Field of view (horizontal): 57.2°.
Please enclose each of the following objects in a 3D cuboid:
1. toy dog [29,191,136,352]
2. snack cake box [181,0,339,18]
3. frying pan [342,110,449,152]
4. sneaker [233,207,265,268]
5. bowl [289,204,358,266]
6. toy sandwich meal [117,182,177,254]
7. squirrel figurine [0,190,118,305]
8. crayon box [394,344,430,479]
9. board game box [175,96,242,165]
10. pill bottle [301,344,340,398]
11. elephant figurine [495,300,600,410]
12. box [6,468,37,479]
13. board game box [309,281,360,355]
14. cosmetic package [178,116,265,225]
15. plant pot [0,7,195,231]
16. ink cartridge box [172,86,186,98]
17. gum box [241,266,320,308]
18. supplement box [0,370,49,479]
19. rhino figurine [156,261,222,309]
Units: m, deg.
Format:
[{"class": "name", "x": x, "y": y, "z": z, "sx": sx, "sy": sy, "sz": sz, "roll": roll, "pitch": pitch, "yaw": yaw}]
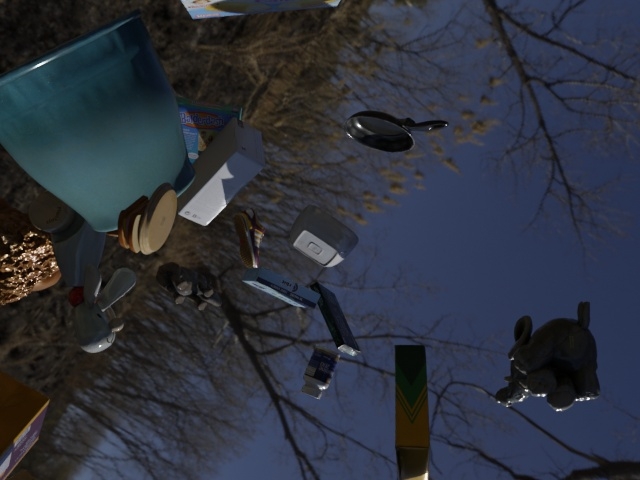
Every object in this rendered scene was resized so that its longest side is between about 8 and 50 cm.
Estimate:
[{"class": "toy dog", "x": -0.457, "y": 0.043, "z": 1.214, "sx": 0.161, "sy": 0.333, "sz": 0.220, "roll": -21, "pitch": -171, "yaw": 1}, {"class": "snack cake box", "x": -0.096, "y": -0.435, "z": 0.971, "sx": 0.152, "sy": 0.264, "sz": 0.089, "roll": -113, "pitch": -163, "yaw": -77}, {"class": "frying pan", "x": 0.175, "y": -0.299, "z": 1.505, "sx": 0.326, "sy": 0.197, "sz": 0.053, "roll": 151, "pitch": -43, "yaw": -72}, {"class": "sneaker", "x": -0.194, "y": -0.004, "z": 1.723, "sx": 0.084, "sy": 0.185, "sz": 0.070, "roll": -28, "pitch": -146, "yaw": -36}, {"class": "bowl", "x": 0.000, "y": 0.000, "z": 1.288, "sx": 0.053, "sy": 0.142, "sz": 0.142, "roll": -59, "pitch": -174, "yaw": -33}, {"class": "toy sandwich meal", "x": -0.176, "y": -0.023, "z": 0.602, "sx": 0.085, "sy": 0.029, "sz": 0.085, "roll": 17, "pitch": 90, "yaw": -86}, {"class": "squirrel figurine", "x": -0.721, "y": -0.004, "z": 1.572, "sx": 0.371, "sy": 0.281, "sz": 0.397, "roll": -21, "pitch": -158, "yaw": 12}, {"class": "crayon box", "x": 0.222, "y": 0.442, "z": 1.431, "sx": 0.202, "sy": 0.081, "sz": 0.318, "roll": 81, "pitch": 12, "yaw": -48}, {"class": "board game box", "x": -0.282, "y": -0.230, "z": 1.426, "sx": 0.047, "sy": 0.160, "sz": 0.210, "roll": -87, "pitch": -172, "yaw": -60}, {"class": "pill bottle", "x": -0.003, "y": 0.323, "z": 1.442, "sx": 0.120, "sy": 0.067, "sz": 0.067, "roll": -67, "pitch": -162, "yaw": -14}, {"class": "elephant figurine", "x": 0.424, "y": 0.228, "z": 1.139, "sx": 0.186, "sy": 0.169, "sz": 0.239, "roll": -23, "pitch": 174, "yaw": -1}, {"class": "box", "x": -0.628, "y": 0.564, "z": 1.166, "sx": 0.201, "sy": 0.164, "sz": 0.021, "roll": -31, "pitch": 142, "yaw": -53}, {"class": "board game box", "x": 0.039, "y": 0.207, "z": 1.537, "sx": 0.026, "sy": 0.126, "sz": 0.186, "roll": -30, "pitch": -119, "yaw": 11}, {"class": "cosmetic package", "x": -0.225, "y": -0.150, "z": 1.313, "sx": 0.231, "sy": 0.085, "sz": 0.117, "roll": -38, "pitch": -136, "yaw": 31}, {"class": "plant pot", "x": -0.324, "y": -0.162, "z": 0.872, "sx": 0.272, "sy": 0.255, "sz": 0.271, "roll": -21, "pitch": -155, "yaw": 11}, {"class": "ink cartridge box", "x": -0.408, "y": -0.347, "z": 1.680, "sx": 0.056, "sy": 0.224, "sz": 0.181, "roll": -27, "pitch": 176, "yaw": -42}, {"class": "gum box", "x": -0.101, "y": 0.115, "z": 1.445, "sx": 0.041, "sy": 0.157, "sz": 0.184, "roll": -65, "pitch": -166, "yaw": -10}, {"class": "supplement box", "x": -0.726, "y": 0.436, "z": 1.296, "sx": 0.194, "sy": 0.129, "sz": 0.191, "roll": -58, "pitch": -177, "yaw": 37}, {"class": "rhino figurine", "x": -0.318, "y": 0.116, "z": 1.475, "sx": 0.073, "sy": 0.106, "sz": 0.243, "roll": -50, "pitch": 151, "yaw": 2}]
